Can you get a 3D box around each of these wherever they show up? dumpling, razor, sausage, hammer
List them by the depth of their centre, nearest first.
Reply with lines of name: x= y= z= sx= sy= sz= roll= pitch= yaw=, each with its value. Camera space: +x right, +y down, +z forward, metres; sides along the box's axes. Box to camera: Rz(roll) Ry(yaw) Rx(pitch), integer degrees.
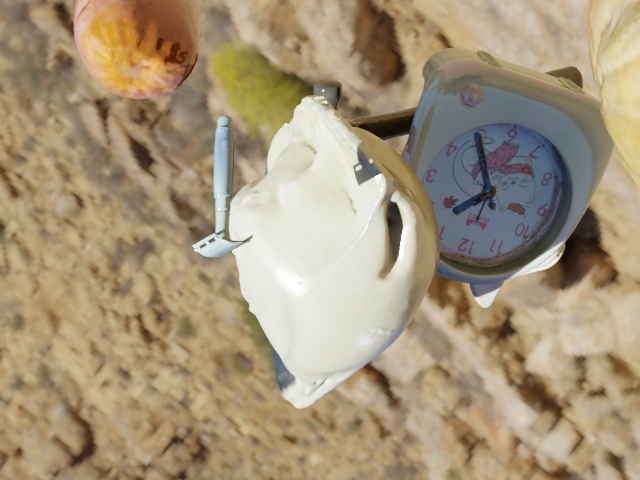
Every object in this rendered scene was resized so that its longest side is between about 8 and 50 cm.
sausage: x=-0.162 y=-0.208 z=1.192 sx=0.113 sy=0.113 sz=0.259 roll=36 pitch=-157 yaw=-23
razor: x=-0.093 y=-0.056 z=1.299 sx=0.040 sy=0.135 sz=0.068 roll=7 pitch=166 yaw=-24
dumpling: x=0.000 y=0.000 z=1.582 sx=0.233 sy=0.395 sz=0.316 roll=-4 pitch=-139 yaw=-18
hammer: x=0.182 y=-0.179 z=1.837 sx=0.439 sy=0.168 sz=0.044 roll=-16 pitch=-149 yaw=-26

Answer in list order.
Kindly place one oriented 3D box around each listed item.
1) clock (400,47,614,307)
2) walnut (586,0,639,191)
clock: x=0.216 y=-0.074 z=1.760 sx=0.265 sy=0.324 sz=0.109 roll=16 pitch=-162 yaw=-17
walnut: x=0.350 y=-0.150 z=0.935 sx=0.333 sy=0.333 sz=0.333 roll=37 pitch=-177 yaw=-2
